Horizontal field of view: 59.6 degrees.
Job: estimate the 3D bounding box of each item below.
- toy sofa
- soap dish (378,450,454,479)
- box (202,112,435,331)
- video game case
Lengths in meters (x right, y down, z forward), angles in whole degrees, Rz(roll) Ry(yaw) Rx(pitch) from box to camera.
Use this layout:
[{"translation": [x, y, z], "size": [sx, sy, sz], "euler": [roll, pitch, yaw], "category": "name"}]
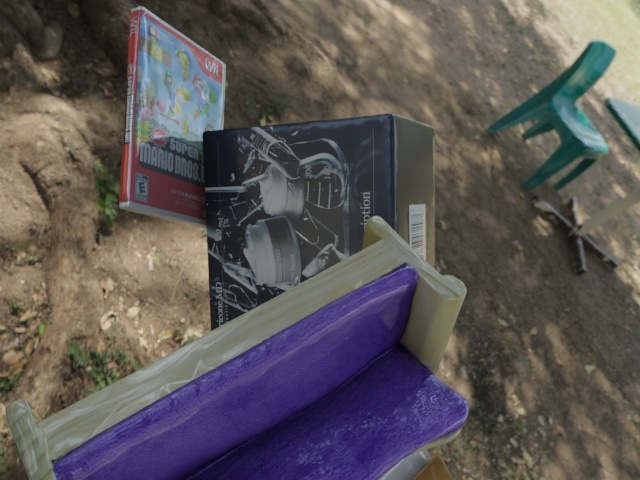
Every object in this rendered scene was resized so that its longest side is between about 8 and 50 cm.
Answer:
[{"translation": [-0.038, 0.145, 0.467], "size": [0.362, 0.150, 0.177], "euler": [-27, 53, -22], "category": "toy sofa"}, {"translation": [0.113, 0.414, 0.814], "size": [0.229, 0.291, 0.118], "euler": [-44, 67, -6], "category": "soap dish"}, {"translation": [0.000, 0.000, 0.853], "size": [0.179, 0.312, 0.344], "euler": [-9, 99, -60], "category": "box"}, {"translation": [-0.215, -0.171, 0.847], "size": [0.204, 0.025, 0.286], "euler": [16, 73, -63], "category": "video game case"}]
